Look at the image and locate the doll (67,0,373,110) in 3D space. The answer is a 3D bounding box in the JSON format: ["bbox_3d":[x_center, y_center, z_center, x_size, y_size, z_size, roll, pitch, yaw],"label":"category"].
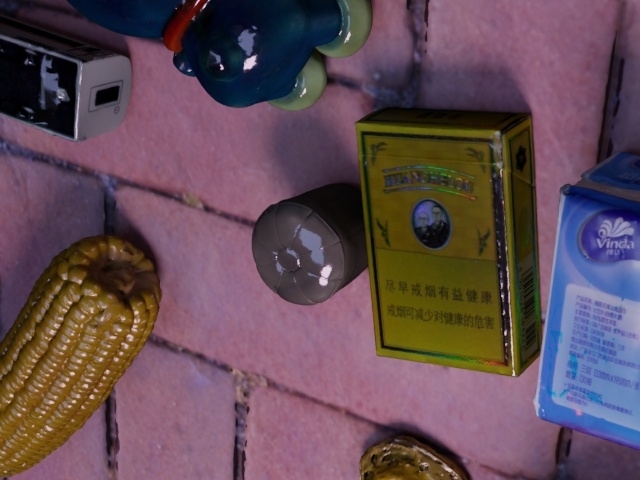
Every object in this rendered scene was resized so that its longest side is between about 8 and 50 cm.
[{"bbox_3d":[-0.115,-0.244,1.194,0.322,0.186,0.198,43,126,8],"label":"doll"}]

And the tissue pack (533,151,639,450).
[{"bbox_3d":[0.313,0.063,1.060,0.263,0.146,0.198,16,115,28],"label":"tissue pack"}]

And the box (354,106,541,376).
[{"bbox_3d":[0.111,-0.001,1.219,0.141,0.064,0.220,7,111,32],"label":"box"}]

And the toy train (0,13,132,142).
[{"bbox_3d":[-0.373,-0.202,1.437,0.407,0.088,0.086,21,117,25],"label":"toy train"}]

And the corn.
[{"bbox_3d":[-0.280,0.132,1.493,0.131,0.131,0.344,47,129,8],"label":"corn"}]

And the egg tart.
[{"bbox_3d":[0.082,0.249,1.348,0.130,0.052,0.130,13,118,26],"label":"egg tart"}]

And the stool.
[{"bbox_3d":[0.000,0.000,1.262,0.096,0.110,0.096,13,114,30],"label":"stool"}]
